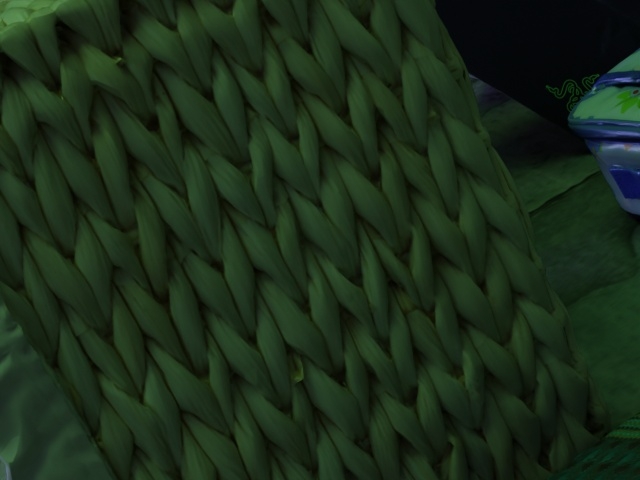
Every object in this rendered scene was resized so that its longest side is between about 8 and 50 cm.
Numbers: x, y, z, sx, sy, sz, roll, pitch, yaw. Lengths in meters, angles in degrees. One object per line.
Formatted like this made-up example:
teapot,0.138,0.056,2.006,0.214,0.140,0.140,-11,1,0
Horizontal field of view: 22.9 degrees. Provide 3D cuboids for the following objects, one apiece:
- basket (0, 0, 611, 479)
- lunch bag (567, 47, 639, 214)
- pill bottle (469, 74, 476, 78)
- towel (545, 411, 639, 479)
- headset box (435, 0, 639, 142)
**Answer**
basket,-0.078,0.014,0.782,0.266,0.331,0.328,-30,18,-17
lunch bag,0.254,-0.080,0.880,0.176,0.090,0.219,-38,18,-14
pill bottle,0.225,-0.252,1.240,0.301,0.169,0.169,-19,21,29
towel,0.263,0.017,0.566,0.370,0.040,0.271,-33,3,-14
headset box,0.151,-0.234,1.045,0.131,0.283,0.246,-53,-7,-50
